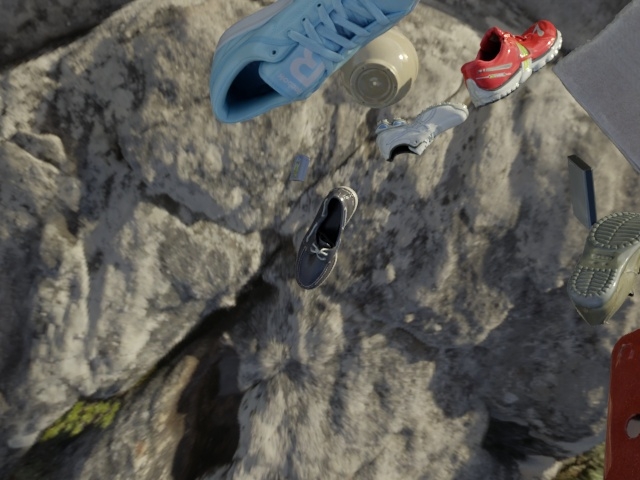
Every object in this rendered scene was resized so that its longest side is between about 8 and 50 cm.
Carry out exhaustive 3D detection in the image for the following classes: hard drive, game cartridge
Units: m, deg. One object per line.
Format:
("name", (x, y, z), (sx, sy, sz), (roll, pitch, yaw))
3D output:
("hard drive", (0.539, -0.100, 1.692), (0.022, 0.094, 0.135), (-14, 114, 1))
("game cartridge", (-0.042, -0.149, 1.683), (0.017, 0.083, 0.056), (19, 89, -16))

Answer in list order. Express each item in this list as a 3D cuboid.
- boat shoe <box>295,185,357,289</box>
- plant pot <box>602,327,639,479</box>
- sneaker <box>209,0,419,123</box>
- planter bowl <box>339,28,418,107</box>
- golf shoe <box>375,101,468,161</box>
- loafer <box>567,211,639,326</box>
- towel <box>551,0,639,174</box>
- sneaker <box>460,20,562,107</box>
("boat shoe", (0.000, 0.000, 1.461), (0.075, 0.065, 0.206), (28, 108, 11))
("plant pot", (0.367, 0.171, 0.623), (0.235, 0.267, 0.267), (25, 57, -13))
("sneaker", (-0.003, -0.247, 1.043), (0.135, 0.366, 0.150), (31, 50, -33))
("planter bowl", (0.112, -0.330, 1.639), (0.162, 0.109, 0.162), (5, 125, 7))
("golf shoe", (0.189, -0.192, 1.501), (0.176, 0.069, 0.086), (-18, 58, 16))
("loafer", (0.464, 0.043, 1.317), (0.094, 0.087, 0.251), (14, 44, 39))
("towel", (0.459, -0.177, 1.053), (0.187, 0.049, 0.282), (-41, 84, 16))
("sneaker", (0.376, -0.375, 1.621), (0.279, 0.107, 0.118), (-44, 110, -31))
